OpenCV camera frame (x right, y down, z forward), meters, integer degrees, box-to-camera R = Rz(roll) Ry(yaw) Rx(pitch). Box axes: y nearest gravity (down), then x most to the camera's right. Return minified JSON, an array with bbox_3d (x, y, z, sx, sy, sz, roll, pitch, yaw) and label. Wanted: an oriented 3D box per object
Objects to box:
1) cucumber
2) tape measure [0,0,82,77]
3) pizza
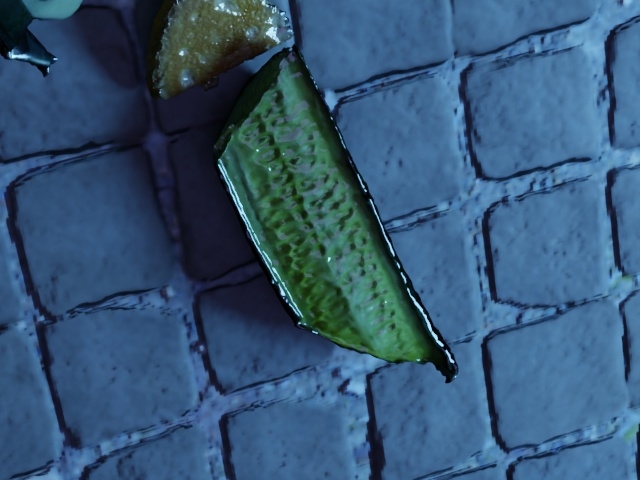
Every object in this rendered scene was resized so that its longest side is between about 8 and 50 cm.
[{"bbox_3d":[0.000,0.000,1.027,0.070,0.046,0.220,-30,117,-4],"label":"cucumber"},{"bbox_3d":[-0.153,-0.181,0.807,0.115,0.207,0.235,24,106,19],"label":"tape measure"},{"bbox_3d":[-0.052,-0.107,0.975,0.078,0.025,0.083,-1,130,-35],"label":"pizza"}]
